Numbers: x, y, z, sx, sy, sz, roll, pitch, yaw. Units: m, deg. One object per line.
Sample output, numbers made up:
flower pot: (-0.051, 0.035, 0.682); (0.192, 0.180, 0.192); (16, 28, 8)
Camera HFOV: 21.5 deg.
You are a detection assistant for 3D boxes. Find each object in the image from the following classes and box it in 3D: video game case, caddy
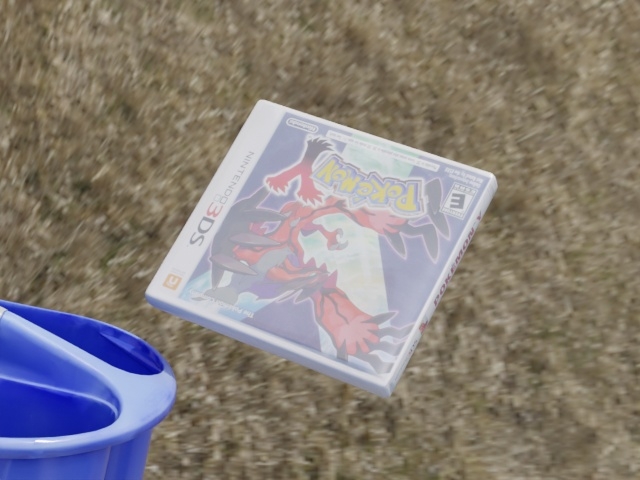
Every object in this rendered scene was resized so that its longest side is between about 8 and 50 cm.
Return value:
video game case: (0.000, 0.000, 1.220); (0.201, 0.023, 0.183); (20, 68, 23)
caddy: (-0.275, 0.119, 1.221); (0.341, 0.241, 0.179); (11, 110, 11)
